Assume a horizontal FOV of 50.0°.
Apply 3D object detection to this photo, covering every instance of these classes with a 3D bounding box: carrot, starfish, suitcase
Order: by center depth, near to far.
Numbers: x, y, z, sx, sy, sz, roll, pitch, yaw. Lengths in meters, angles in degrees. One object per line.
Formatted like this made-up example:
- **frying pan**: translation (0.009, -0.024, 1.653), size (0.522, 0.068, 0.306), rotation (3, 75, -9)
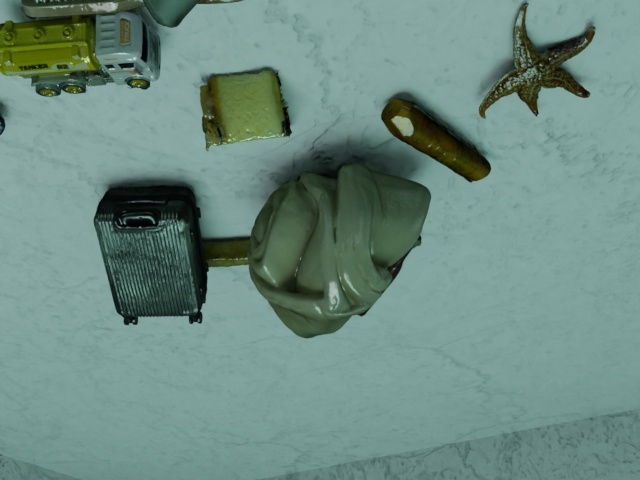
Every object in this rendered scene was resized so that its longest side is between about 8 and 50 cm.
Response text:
- **starfish**: translation (0.347, -0.278, 1.119), size (0.213, 0.056, 0.238), rotation (-24, 141, 18)
- **carrot**: translation (0.216, -0.178, 1.252), size (0.260, 0.070, 0.070), rotation (25, 138, -36)
- **suitcase**: translation (-0.345, 0.034, 1.429), size (0.202, 0.128, 0.312), rotation (-1, 127, 1)

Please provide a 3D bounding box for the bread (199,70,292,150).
- **bread**: translation (-0.128, -0.216, 1.190), size (0.147, 0.127, 0.152), rotation (-6, 178, 4)

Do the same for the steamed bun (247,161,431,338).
- **steamed bun**: translation (0.000, 0.000, 1.310), size (0.255, 0.342, 0.368), rotation (38, 142, -9)

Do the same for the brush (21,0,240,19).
- **brush**: translation (-0.264, -0.365, 0.973), size (0.328, 0.069, 0.065), rotation (-3, 135, 0)

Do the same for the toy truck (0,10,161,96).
- **toy truck**: translation (-0.361, -0.282, 1.023), size (0.227, 0.097, 0.114), rotation (-3, 169, 4)

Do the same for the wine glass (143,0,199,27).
- **wine glass**: translation (-0.015, -0.404, 0.763), size (0.407, 0.267, 0.267), rotation (-9, 145, 5)

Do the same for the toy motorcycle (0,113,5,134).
- **toy motorcycle**: translation (-0.657, -0.202, 1.174), size (0.213, 0.082, 0.122), rotation (14, 141, -19)

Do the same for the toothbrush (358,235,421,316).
- **toothbrush**: translation (0.160, 0.088, 1.659), size (0.041, 0.040, 0.364), rotation (10, 144, -16)

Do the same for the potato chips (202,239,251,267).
- **potato chips**: translation (-0.180, 0.020, 1.533), size (0.408, 0.057, 0.080), rotation (-4, 149, 5)
